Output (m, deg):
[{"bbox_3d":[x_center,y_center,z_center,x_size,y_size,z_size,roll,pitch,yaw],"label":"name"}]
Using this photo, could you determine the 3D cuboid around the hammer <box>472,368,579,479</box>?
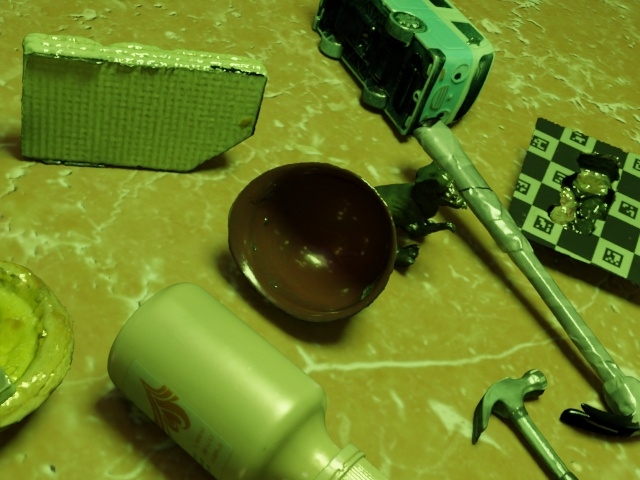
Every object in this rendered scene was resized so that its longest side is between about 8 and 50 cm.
[{"bbox_3d":[0.230,0.232,0.770,0.103,0.029,0.246,-14,54,-29],"label":"hammer"}]

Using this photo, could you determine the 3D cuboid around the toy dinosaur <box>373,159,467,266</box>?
[{"bbox_3d":[0.065,-0.063,0.915,0.179,0.187,0.087,45,42,-11],"label":"toy dinosaur"}]

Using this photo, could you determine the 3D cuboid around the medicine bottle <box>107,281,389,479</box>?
[{"bbox_3d":[-0.055,0.147,0.696,0.252,0.114,0.114,36,47,18],"label":"medicine bottle"}]

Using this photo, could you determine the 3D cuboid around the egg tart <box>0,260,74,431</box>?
[{"bbox_3d":[-0.299,0.091,0.699,0.191,0.074,0.191,8,45,-8],"label":"egg tart"}]

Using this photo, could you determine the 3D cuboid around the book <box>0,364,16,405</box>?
[{"bbox_3d":[-0.388,0.124,0.603,0.283,0.025,0.215,-37,63,-17],"label":"book"}]

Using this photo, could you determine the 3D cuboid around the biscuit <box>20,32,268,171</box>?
[{"bbox_3d":[-0.192,-0.146,0.910,0.252,0.150,0.052,3,48,-15],"label":"biscuit"}]

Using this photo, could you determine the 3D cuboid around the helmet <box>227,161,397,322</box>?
[{"bbox_3d":[0.000,0.000,0.859,0.175,0.155,0.106,10,3,14],"label":"helmet"}]

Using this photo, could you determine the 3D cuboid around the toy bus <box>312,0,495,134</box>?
[{"bbox_3d":[0.121,-0.274,1.153,0.165,0.133,0.271,-8,48,-30],"label":"toy bus"}]

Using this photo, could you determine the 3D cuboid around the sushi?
[{"bbox_3d":[0.331,-0.038,1.048,0.192,0.050,0.215,23,52,5],"label":"sushi"}]

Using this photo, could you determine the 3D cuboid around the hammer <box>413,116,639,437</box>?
[{"bbox_3d":[0.235,0.023,0.928,0.152,0.044,0.427,-16,62,-28],"label":"hammer"}]
